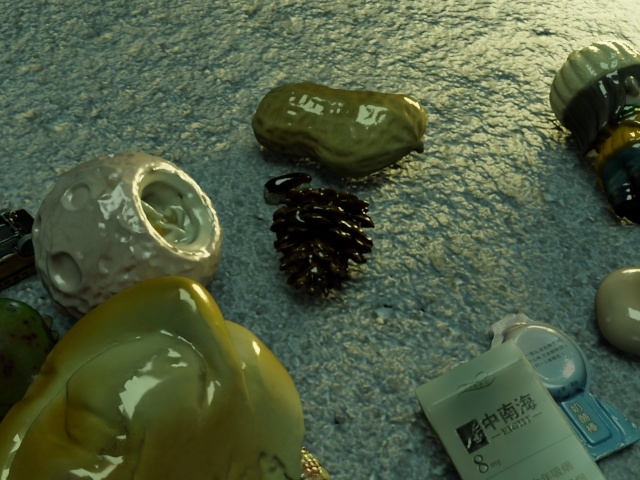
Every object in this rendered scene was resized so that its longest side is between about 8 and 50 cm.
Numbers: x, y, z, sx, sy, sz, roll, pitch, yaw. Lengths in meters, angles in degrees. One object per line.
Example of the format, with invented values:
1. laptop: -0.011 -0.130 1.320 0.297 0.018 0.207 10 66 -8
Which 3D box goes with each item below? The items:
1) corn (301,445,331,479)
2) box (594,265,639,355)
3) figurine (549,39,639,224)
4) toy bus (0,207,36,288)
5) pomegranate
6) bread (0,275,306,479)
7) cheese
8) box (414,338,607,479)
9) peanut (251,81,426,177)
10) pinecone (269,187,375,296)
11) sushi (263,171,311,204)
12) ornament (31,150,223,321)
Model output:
1. corn: -0.092 0.255 1.171 0.253 0.086 0.086 34 54 29
2. box: 0.502 0.106 1.349 0.200 0.088 0.146 8 49 2
3. figurine: 0.495 -0.199 1.572 0.205 0.185 0.332 24 45 -14
4. toy bus: -0.492 0.034 1.342 0.194 0.088 0.083 -30 56 -30
5. pomegranate: -0.411 0.156 1.181 0.202 0.202 0.248 13 21 7
6. bread: -0.200 0.264 1.017 0.329 0.245 0.424 24 68 13
7. cheese: 0.323 0.196 1.279 0.135 0.052 0.244 -21 53 -18
8. box: 0.240 0.260 1.173 0.155 0.067 0.243 -26 52 -2
9. peanut: 0.029 -0.184 1.543 0.291 0.143 0.159 8 37 6
10. pinecone: 0.000 0.000 1.371 0.174 0.173 0.173 2 47 -2
11. sushi: -0.054 -0.092 1.518 0.083 0.046 0.044 -15 50 -16
12. ornament: -0.270 0.010 1.274 0.259 0.225 0.259 34 39 -33
